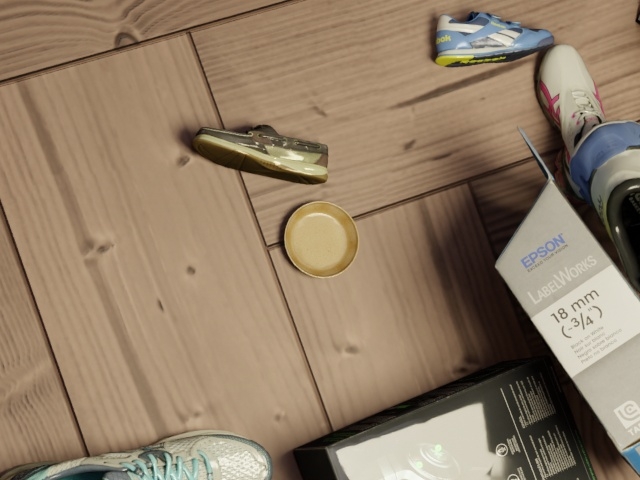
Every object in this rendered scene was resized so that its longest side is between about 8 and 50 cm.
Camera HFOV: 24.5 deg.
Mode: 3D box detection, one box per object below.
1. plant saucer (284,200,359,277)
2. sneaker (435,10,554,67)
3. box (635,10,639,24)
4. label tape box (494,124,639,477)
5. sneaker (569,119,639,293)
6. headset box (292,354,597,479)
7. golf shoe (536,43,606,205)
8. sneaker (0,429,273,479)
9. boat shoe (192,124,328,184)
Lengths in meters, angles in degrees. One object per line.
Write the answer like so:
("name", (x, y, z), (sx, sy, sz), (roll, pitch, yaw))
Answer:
("plant saucer", (0.000, 0.000, 1.585), (0.083, 0.015, 0.083), (3, 80, -15))
("sneaker", (0.196, -0.232, 1.661), (0.144, 0.053, 0.059), (-6, 81, -18))
("box", (0.445, -0.223, 1.660), (0.114, 0.207, 0.036), (12, 110, -15))
("label tape box", (0.272, 0.075, 1.513), (0.106, 0.240, 0.333), (-35, 65, 6))
("sneaker", (0.383, 0.030, 1.550), (0.127, 0.182, 0.315), (-38, 110, 18))
("headset box", (0.136, 0.283, 1.518), (0.283, 0.131, 0.246), (-21, 88, -18))
("golf shoe", (0.296, -0.137, 1.658), (0.067, 0.086, 0.186), (-9, 82, -17))
("sneaker", (-0.175, 0.252, 1.436), (0.283, 0.122, 0.110), (-9, 84, -18))
("boat shoe", (-0.062, -0.098, 1.566), (0.152, 0.056, 0.049), (16, 72, -23))
